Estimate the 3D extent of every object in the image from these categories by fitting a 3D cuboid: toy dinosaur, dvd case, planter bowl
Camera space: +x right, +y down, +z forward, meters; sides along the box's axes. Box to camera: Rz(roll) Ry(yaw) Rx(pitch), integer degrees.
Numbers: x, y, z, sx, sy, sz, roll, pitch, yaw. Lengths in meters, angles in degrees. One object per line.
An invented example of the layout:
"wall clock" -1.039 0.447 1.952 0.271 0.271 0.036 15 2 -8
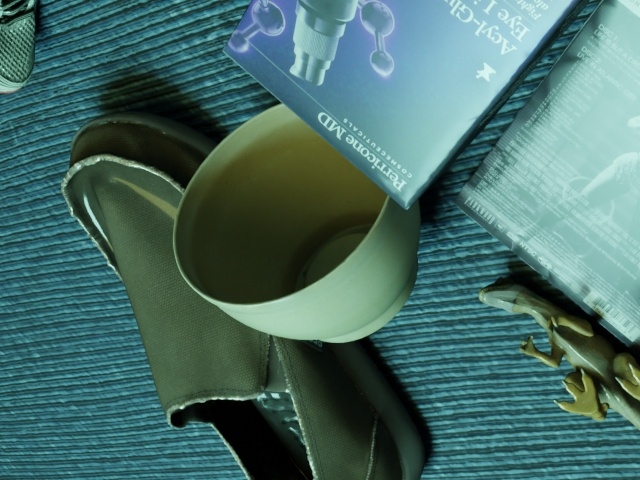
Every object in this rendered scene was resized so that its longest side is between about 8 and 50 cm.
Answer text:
"toy dinosaur" 0.193 0.095 1.029 0.064 0.112 0.211 -42 91 9
"dvd case" 0.194 -0.041 0.952 0.164 0.018 0.221 40 137 6
"planter bowl" 0.000 0.000 1.044 0.162 0.162 0.109 3 150 35

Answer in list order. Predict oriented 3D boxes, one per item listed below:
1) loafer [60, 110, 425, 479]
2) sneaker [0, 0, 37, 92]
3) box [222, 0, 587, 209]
"loafer" -0.065 0.068 1.142 0.366 0.130 0.134 51 136 -6
"sneaker" -0.220 -0.198 1.092 0.092 0.088 0.225 21 132 21
"box" 0.063 -0.146 0.906 0.153 0.108 0.207 40 136 4
